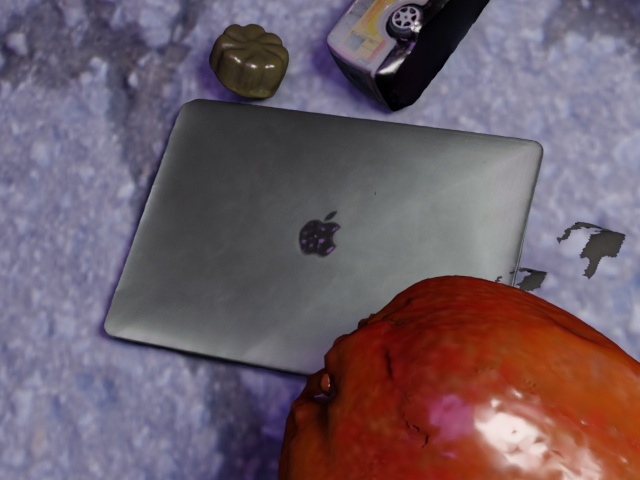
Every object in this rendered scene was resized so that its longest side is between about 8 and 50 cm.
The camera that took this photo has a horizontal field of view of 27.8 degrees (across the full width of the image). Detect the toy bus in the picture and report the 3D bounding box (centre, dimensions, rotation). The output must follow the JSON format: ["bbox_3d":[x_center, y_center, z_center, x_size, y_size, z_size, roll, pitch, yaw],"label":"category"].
[{"bbox_3d":[0.074,-0.174,0.893,0.072,0.057,0.172,29,77,32],"label":"toy bus"}]

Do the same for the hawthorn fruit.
[{"bbox_3d":[0.114,0.145,0.666,0.299,0.211,0.211,28,78,15],"label":"hawthorn fruit"}]

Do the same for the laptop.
[{"bbox_3d":[0.000,0.000,0.862,0.269,0.015,0.187,9,70,21],"label":"laptop"}]

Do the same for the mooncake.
[{"bbox_3d":[0.044,-0.053,0.820,0.347,0.057,0.150,22,43,26],"label":"mooncake"}]
